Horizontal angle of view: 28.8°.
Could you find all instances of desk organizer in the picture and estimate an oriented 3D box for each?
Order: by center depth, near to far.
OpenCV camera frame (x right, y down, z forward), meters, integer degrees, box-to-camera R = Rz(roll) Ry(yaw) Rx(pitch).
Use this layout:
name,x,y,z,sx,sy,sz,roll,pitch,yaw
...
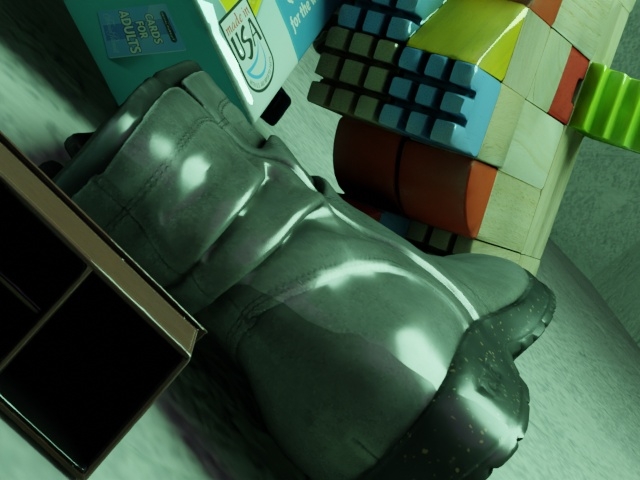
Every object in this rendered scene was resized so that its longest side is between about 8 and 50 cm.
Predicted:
name,x,y,z,sx,sy,sz,roll,pitch,yaw
desk organizer,-0.098,0.008,0.376,0.130,0.047,0.050,46,14,-14

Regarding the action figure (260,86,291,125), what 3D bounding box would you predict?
name,x,y,z,sx,sy,sz,roll,pitch,yaw
action figure,-0.107,-0.262,0.936,0.341,0.178,0.330,52,21,20

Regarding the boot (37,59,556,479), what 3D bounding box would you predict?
name,x,y,z,sx,sy,sz,roll,pitch,yaw
boot,0.000,0.000,0.613,0.223,0.118,0.338,45,8,1

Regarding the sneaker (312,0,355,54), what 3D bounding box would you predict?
name,x,y,z,sx,sy,sz,roll,pitch,yaw
sneaker,-0.017,-0.291,0.917,0.147,0.129,0.330,-96,166,-47

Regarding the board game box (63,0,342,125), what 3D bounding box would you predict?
name,x,y,z,sx,sy,sz,roll,pitch,yaw
board game box,-0.092,-0.258,0.687,0.336,0.079,0.254,65,30,-26

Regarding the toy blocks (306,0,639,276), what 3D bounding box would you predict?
name,x,y,z,sx,sy,sz,roll,pitch,yaw
toy blocks,0.095,-0.103,0.819,0.190,0.381,0.261,21,4,28
